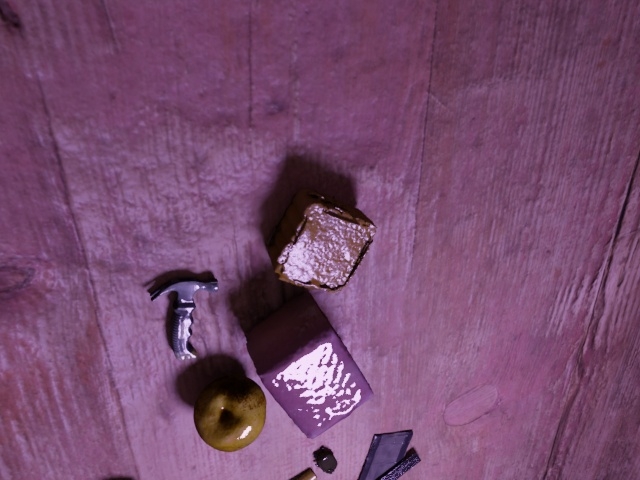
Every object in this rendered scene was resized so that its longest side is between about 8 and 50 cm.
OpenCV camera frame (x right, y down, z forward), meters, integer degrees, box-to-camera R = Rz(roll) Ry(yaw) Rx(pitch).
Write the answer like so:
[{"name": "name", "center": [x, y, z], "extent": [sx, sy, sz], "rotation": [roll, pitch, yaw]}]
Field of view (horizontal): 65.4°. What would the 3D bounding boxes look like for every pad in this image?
[{"name": "pad", "center": [0.236, 0.792, 1.815], "extent": [0.174, 0.022, 0.233], "rotation": [4, 111, -25]}]

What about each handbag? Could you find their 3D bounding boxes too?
[{"name": "handbag", "center": [0.022, 0.746, 1.676], "extent": [0.072, 0.047, 0.111], "rotation": [-37, 124, -10]}]

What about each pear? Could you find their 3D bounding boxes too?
[{"name": "pear", "center": [-0.238, 0.461, 1.341], "extent": [0.197, 0.197, 0.197], "rotation": [-10, 118, -20]}]

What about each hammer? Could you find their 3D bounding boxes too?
[{"name": "hammer", "center": [-0.342, 0.196, 1.242], "extent": [0.159, 0.041, 0.226], "rotation": [-2, 115, -24]}]

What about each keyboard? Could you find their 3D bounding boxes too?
[{"name": "keyboard", "center": [0.288, 0.862, 1.847], "extent": [0.196, 0.015, 0.074], "rotation": [-34, 122, -6]}]

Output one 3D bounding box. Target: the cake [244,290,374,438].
[{"name": "cake", "center": [-0.034, 0.324, 1.330], "extent": [0.230, 0.237, 0.309], "rotation": [-33, 122, -7]}]

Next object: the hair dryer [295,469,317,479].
[{"name": "hair dryer", "center": [-0.128, 0.867, 1.654], "extent": [0.279, 0.090, 0.135], "rotation": [-31, 123, -15]}]

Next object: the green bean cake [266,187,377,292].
[{"name": "green bean cake", "center": [0.000, 0.000, 1.249], "extent": [0.224, 0.131, 0.229], "rotation": [19, 108, -29]}]
